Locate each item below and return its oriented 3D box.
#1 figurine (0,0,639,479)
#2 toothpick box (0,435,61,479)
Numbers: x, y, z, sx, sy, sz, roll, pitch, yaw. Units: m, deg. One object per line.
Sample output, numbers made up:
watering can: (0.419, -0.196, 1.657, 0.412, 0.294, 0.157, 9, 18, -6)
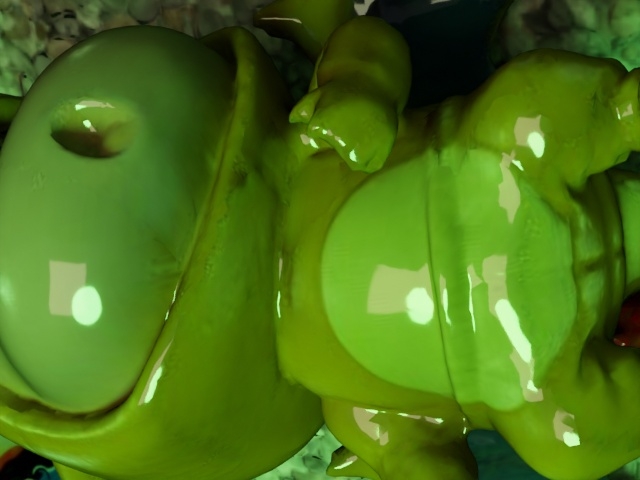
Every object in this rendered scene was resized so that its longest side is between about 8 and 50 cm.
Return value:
figurine: (0.005, 0.037, 0.630, 0.387, 0.268, 0.401, -5, 116, 25)
toothpick box: (-0.188, 0.210, 0.839, 0.204, 0.204, 0.333, -37, 95, 34)
